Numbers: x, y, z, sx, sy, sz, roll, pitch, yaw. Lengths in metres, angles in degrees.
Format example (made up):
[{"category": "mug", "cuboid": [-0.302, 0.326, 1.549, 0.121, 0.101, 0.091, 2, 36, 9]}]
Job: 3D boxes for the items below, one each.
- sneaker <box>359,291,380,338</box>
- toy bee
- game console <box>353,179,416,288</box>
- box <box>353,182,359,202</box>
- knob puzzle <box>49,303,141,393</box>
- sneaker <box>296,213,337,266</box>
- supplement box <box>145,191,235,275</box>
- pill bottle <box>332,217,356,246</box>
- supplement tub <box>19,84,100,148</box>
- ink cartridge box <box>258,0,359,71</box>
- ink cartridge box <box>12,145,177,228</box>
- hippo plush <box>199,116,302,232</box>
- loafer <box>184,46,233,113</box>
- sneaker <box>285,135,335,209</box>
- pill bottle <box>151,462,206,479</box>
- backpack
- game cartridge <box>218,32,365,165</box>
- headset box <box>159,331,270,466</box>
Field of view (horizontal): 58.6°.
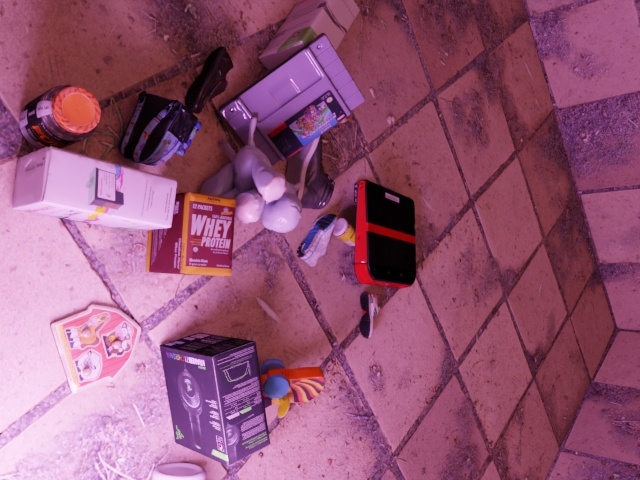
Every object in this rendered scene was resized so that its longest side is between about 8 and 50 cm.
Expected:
[{"category": "sneaker", "cuboid": [0.178, 0.256, 1.961, 0.075, 0.057, 0.161, 4, 83, -38]}, {"category": "toy bee", "cuboid": [-0.146, 0.415, 1.601, 0.195, 0.299, 0.162, -63, 168, -68]}, {"category": "game console", "cuboid": [0.230, -0.010, 1.983, 0.387, 0.060, 0.341, 12, 74, -55]}, {"category": "box", "cuboid": [0.150, -0.160, 1.977, 0.083, 0.018, 0.067, 6, 84, -44]}, {"category": "knob puzzle", "cuboid": [-0.505, 0.240, 1.329, 0.213, 0.030, 0.213, 2, 86, -44]}, {"category": "sneaker", "cuboid": [0.000, 0.000, 1.803, 0.190, 0.071, 0.083, -55, 130, -20]}, {"category": "supplement box", "cuboid": [-0.321, -0.011, 1.400, 0.129, 0.194, 0.191, 7, 84, -43]}, {"category": "pill bottle", "cuboid": [0.095, -0.022, 1.888, 0.116, 0.065, 0.065, 34, 66, -39]}, {"category": "supplement tub", "cuboid": [-0.545, -0.258, 1.198, 0.117, 0.190, 0.116, 2, 87, -43]}, {"category": "ink cartridge box", "cuboid": [-0.031, -0.615, 1.696, 0.115, 0.198, 0.272, 45, 60, -33]}, {"category": "ink cartridge box", "cuboid": [-0.489, -0.101, 1.237, 0.278, 0.201, 0.117, 13, 79, -43]}, {"category": "hippo plush", "cuboid": [-0.178, -0.124, 1.576, 0.236, 0.234, 0.294, 47, 14, -52]}, {"category": "loafer", "cuboid": [-0.286, -0.420, 1.527, 0.078, 0.080, 0.220, 39, 63, -35]}, {"category": "sneaker", "cuboid": [-0.019, -0.231, 1.767, 0.147, 0.105, 0.295, 17, 82, -44]}, {"category": "pill bottle", "cuboid": [-0.354, 0.675, 1.387, 0.131, 0.131, 0.229, 10, 81, -43]}, {"category": "backpack", "cuboid": [-0.393, -0.253, 1.374, 0.173, 0.158, 0.117, -64, 147, -8]}, {"category": "game cartridge", "cuboid": [-0.074, -0.378, 1.595, 0.355, 0.068, 0.230, -34, 116, 7]}, {"category": "headset box", "cuboid": [-0.263, 0.388, 1.408, 0.131, 0.246, 0.282, -13, 99, -44]}]
